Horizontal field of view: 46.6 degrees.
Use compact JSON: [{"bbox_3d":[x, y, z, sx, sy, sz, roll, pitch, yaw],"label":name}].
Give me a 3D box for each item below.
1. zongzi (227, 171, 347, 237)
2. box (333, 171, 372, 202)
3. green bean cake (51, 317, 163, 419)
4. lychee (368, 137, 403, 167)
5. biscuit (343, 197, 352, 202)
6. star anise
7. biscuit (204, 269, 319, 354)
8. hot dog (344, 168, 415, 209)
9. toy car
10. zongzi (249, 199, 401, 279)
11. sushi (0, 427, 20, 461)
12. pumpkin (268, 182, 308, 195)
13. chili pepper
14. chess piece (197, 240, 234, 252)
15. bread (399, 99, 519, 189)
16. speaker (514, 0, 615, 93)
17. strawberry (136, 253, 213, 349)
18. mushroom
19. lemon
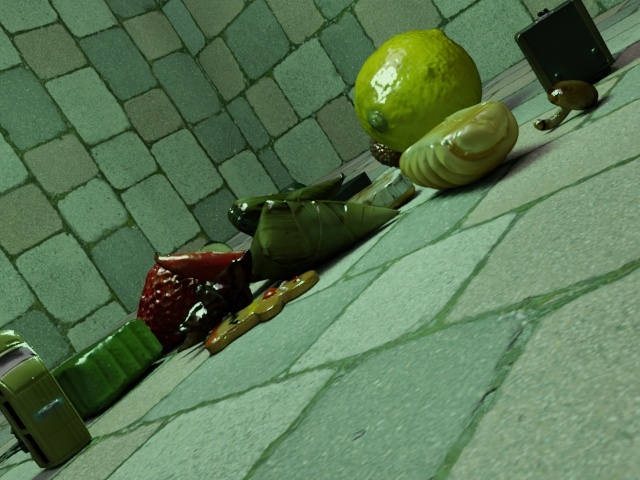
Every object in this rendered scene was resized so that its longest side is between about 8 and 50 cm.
[{"bbox_3d":[-0.073,-0.091,1.734,0.242,0.221,0.112,-52,47,14],"label":"zongzi"},{"bbox_3d":[0.021,-0.100,2.285,0.211,0.058,0.350,-31,7,32],"label":"box"},{"bbox_3d":[-0.488,0.294,1.634,0.222,0.125,0.248,-30,5,36],"label":"green bean cake"},{"bbox_3d":[0.225,-0.310,2.301,0.165,0.165,0.197,-28,-33,35],"label":"lychee"},{"bbox_3d":[0.080,-0.083,1.972,0.199,0.041,0.121,-24,14,49],"label":"biscuit"},{"bbox_3d":[-0.201,0.139,1.569,0.272,0.102,0.272,-53,-10,-13],"label":"star anise"},{"bbox_3d":[-0.114,0.127,1.443,0.250,0.036,0.165,-33,8,3],"label":"biscuit"},{"bbox_3d":[0.112,-0.080,1.722,0.252,0.069,0.131,-33,16,28],"label":"hot dog"},{"bbox_3d":[-0.516,0.278,1.324,0.101,0.257,0.124,-37,11,-39],"label":"toy car"},{"bbox_3d":[0.000,0.000,1.614,0.299,0.145,0.274,-7,-15,-13],"label":"zongzi"},{"bbox_3d":[-0.666,0.416,1.842,0.292,0.059,0.294,-31,8,21],"label":"sushi"},{"bbox_3d":[-0.114,-0.103,2.484,0.211,0.152,0.211,-42,-3,-3],"label":"pumpkin"},{"bbox_3d":[-0.199,0.047,1.749,0.368,0.137,0.092,2,-64,-48],"label":"chili pepper"},{"bbox_3d":[-0.361,0.096,2.395,0.142,0.143,0.261,-36,1,-23],"label":"chess piece"},{"bbox_3d":[0.266,-0.171,1.419,0.172,0.121,0.311,-38,8,-8],"label":"bread"},{"bbox_3d":[0.546,-0.437,1.689,0.153,0.193,0.231,-32,6,19],"label":"speaker"},{"bbox_3d":[-0.355,0.170,1.773,0.244,0.205,0.205,-55,8,0],"label":"strawberry"},{"bbox_3d":[0.452,-0.256,1.384,0.129,0.073,0.088,-34,37,10],"label":"mushroom"},{"bbox_3d":[0.263,-0.403,2.071,0.387,0.350,0.349,-33,6,-32],"label":"lemon"}]
